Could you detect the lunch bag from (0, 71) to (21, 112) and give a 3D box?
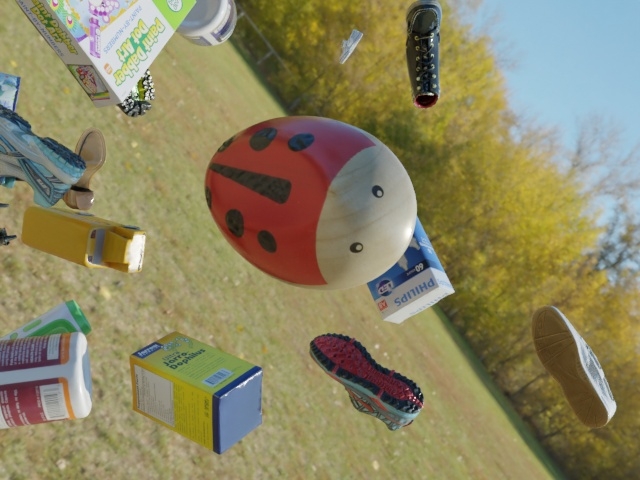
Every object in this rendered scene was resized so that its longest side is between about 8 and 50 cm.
[{"bbox_3d":[-0.818,-0.337,1.777,0.129,0.151,0.096,12,32,-25],"label":"lunch bag"}]

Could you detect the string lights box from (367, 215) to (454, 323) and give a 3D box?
[{"bbox_3d":[0.141,0.016,1.413,0.077,0.133,0.259,21,40,-55],"label":"string lights box"}]

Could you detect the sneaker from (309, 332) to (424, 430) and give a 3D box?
[{"bbox_3d":[0.076,0.298,1.474,0.262,0.125,0.104,35,43,17],"label":"sneaker"}]

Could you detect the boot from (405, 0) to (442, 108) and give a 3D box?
[{"bbox_3d":[0.248,-0.435,1.701,0.236,0.085,0.178,82,4,-74],"label":"boot"}]

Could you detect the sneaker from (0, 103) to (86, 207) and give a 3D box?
[{"bbox_3d":[-0.570,-0.164,1.299,0.283,0.122,0.110,35,4,5],"label":"sneaker"}]

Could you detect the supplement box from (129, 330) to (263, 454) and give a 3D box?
[{"bbox_3d":[-0.365,0.436,2.120,0.357,0.194,0.195,17,26,30],"label":"supplement box"}]

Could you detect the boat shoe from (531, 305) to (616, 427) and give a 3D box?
[{"bbox_3d":[0.557,0.267,1.584,0.096,0.098,0.277,-14,77,-45],"label":"boat shoe"}]

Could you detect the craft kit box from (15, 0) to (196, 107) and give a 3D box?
[{"bbox_3d":[-0.297,-0.351,0.966,0.246,0.061,0.249,60,40,-41],"label":"craft kit box"}]

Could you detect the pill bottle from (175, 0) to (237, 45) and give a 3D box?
[{"bbox_3d":[-0.274,-0.530,1.663,0.153,0.153,0.264,52,4,-5],"label":"pill bottle"}]

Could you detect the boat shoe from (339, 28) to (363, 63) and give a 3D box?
[{"bbox_3d":[0.070,-0.501,1.860,0.035,0.100,0.035,33,-7,-3],"label":"boat shoe"}]

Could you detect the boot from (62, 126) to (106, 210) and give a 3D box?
[{"bbox_3d":[-0.565,-0.171,1.673,0.073,0.197,0.152,10,7,-40],"label":"boot"}]

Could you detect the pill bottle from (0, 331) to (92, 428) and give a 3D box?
[{"bbox_3d":[-0.793,0.361,1.825,0.224,0.392,0.224,175,-90,-78],"label":"pill bottle"}]

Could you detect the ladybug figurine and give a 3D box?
[{"bbox_3d":[-0.050,-0.078,1.261,0.449,0.305,0.162,16,0,37],"label":"ladybug figurine"}]

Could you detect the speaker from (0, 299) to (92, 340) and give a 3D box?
[{"bbox_3d":[-0.821,0.292,2.087,0.131,0.297,0.131,53,-16,22],"label":"speaker"}]

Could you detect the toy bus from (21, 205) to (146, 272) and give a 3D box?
[{"bbox_3d":[-0.576,-0.005,1.763,0.333,0.108,0.130,14,6,35],"label":"toy bus"}]

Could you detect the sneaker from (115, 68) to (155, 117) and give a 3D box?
[{"bbox_3d":[-0.516,-0.481,1.798,0.146,0.134,0.343,29,-48,32],"label":"sneaker"}]

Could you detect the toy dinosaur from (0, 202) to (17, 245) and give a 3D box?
[{"bbox_3d":[-0.777,-0.016,1.521,0.322,0.164,0.218,39,42,25],"label":"toy dinosaur"}]
